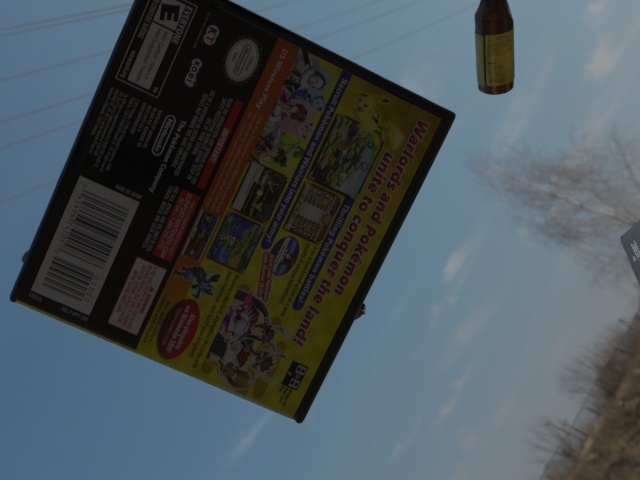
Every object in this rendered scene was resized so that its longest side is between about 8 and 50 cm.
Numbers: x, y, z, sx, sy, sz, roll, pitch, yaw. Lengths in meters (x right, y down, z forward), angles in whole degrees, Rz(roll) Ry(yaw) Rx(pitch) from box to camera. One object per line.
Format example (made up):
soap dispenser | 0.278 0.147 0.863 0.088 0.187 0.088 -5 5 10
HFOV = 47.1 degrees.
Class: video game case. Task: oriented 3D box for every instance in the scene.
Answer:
video game case | -0.068 -0.027 0.566 0.275 0.248 0.035 -64 8 8

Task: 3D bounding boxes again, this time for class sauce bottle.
sauce bottle | 0.181 -0.217 0.763 0.042 0.042 0.128 -41 -44 -37

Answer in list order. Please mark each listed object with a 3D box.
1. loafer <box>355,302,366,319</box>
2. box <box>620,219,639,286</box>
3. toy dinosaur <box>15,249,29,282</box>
loafer | 0.000 0.000 1.180 0.134 0.130 0.366 -100 -3 -48
box | 0.436 0.113 0.717 0.076 0.242 0.307 -50 12 28
toy dinosaur | -0.141 0.008 0.761 0.127 0.295 0.200 -65 -11 -69
